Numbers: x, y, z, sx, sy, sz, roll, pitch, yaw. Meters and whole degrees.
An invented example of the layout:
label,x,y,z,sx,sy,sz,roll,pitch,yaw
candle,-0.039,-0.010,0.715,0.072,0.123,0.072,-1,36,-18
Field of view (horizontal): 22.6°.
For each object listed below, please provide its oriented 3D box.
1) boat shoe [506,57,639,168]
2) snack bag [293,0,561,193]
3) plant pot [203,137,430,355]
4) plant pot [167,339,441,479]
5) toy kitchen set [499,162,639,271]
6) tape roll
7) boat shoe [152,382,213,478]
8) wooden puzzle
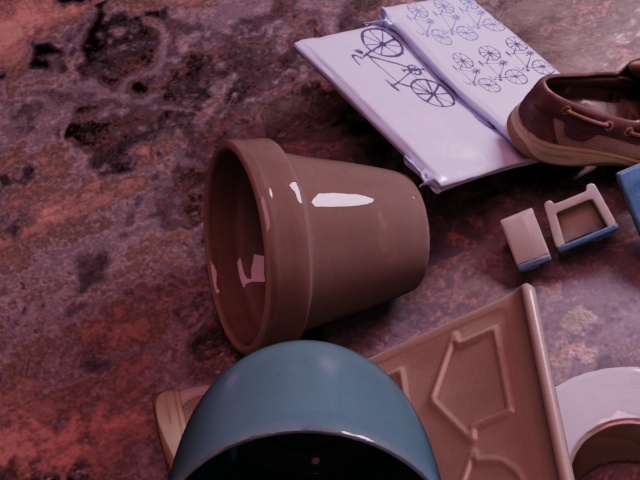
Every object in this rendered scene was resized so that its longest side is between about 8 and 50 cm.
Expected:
label,x,y,z,sx,sy,sz,roll,pitch,yaw
boat shoe,0.407,-0.165,2.006,0.342,0.123,0.123,2,50,-19
snack bag,0.171,-0.204,2.080,0.342,0.037,0.323,-17,52,-37
plant pot,0.000,0.000,1.934,0.229,0.263,0.263,-5,52,-21
plant pot,-0.016,0.241,1.635,0.293,0.293,0.235,-5,30,2
toy kitchen set,0.333,-0.007,1.922,0.207,0.166,0.122,-23,88,7
tape roll,0.343,0.285,1.760,0.286,0.100,0.286,-3,55,4
boat shoe,-0.104,0.298,1.786,0.110,0.122,0.341,-15,54,-4
wooden puzzle,0.132,0.253,1.746,0.347,0.080,0.322,-30,48,29
